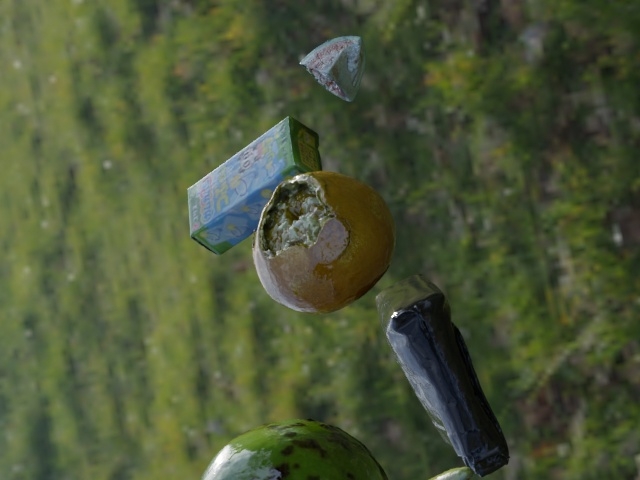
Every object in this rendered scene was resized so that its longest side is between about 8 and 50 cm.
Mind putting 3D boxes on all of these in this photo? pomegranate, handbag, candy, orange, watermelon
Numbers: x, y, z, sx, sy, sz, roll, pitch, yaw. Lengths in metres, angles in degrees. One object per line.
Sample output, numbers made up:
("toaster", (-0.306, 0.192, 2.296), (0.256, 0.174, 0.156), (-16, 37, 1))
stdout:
("pomegranate", (0.008, 0.247, 1.374), (0.211, 0.263, 0.211), (-11, -90, -84))
("handbag", (0.138, 0.158, 1.973), (0.247, 0.080, 0.223), (-122, 9, -84))
("candy", (-0.087, -0.071, 2.218), (0.062, 0.194, 0.097), (34, -146, -38))
("orange", (0.000, 0.000, 1.723), (0.134, 0.154, 0.155), (49, -174, -17))
("watermelon", (0.022, -0.220, 2.096), (0.061, 0.085, 0.085), (-55, -42, -66))
